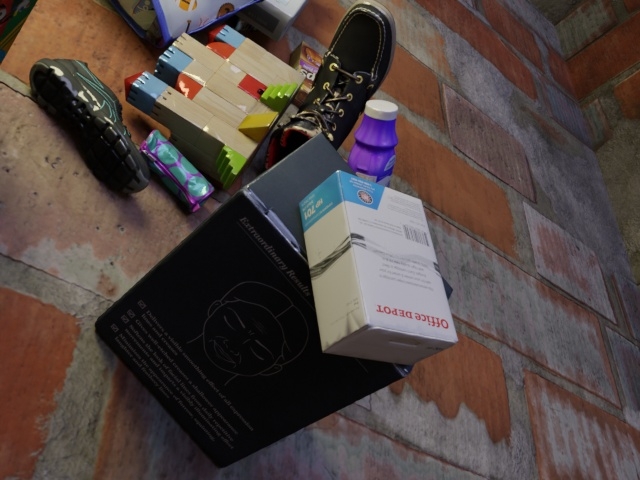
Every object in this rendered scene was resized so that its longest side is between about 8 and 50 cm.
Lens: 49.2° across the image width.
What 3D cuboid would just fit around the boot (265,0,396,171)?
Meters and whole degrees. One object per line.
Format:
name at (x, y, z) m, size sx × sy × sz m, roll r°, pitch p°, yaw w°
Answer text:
boot at (0.016, -0.278, 1.424) m, size 0.138 × 0.377 × 0.284 m, roll 31°, pitch 45°, yaw 1°

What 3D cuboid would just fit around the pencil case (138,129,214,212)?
pencil case at (-0.258, -0.120, 1.235) m, size 0.151 × 0.064 × 0.070 m, roll 46°, pitch 22°, yaw -9°

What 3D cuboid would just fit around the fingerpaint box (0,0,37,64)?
fingerpaint box at (-0.581, -0.446, 0.897) m, size 0.444 × 0.371 × 0.163 m, roll 50°, pitch 39°, yaw -6°

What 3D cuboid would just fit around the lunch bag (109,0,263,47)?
lunch bag at (-0.294, -0.611, 1.390) m, size 0.328 × 0.239 × 0.385 m, roll -37°, pitch 99°, yaw -29°

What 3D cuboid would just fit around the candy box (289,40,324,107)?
candy box at (-0.024, -0.391, 1.707) m, size 0.109 × 0.053 × 0.186 m, roll 31°, pitch 44°, yaw -27°

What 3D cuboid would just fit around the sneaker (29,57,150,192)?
sneaker at (-0.360, -0.201, 1.162) m, size 0.267 × 0.101 × 0.106 m, roll 53°, pitch 35°, yaw -1°

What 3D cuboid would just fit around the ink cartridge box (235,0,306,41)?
ink cartridge box at (-0.151, -0.684, 1.699) m, size 0.308 × 0.091 × 0.384 m, roll 32°, pitch 48°, yaw -8°

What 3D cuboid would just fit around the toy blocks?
toy blocks at (-0.207, -0.284, 1.352) m, size 0.261 × 0.190 × 0.381 m, roll 33°, pitch 48°, yaw -5°

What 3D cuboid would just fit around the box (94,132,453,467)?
box at (-0.074, 0.095, 0.986) m, size 0.293 × 0.395 × 0.212 m, roll 50°, pitch 38°, yaw -5°

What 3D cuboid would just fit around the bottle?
bottle at (0.106, -0.153, 1.477) m, size 0.092 × 0.282 × 0.118 m, roll 20°, pitch 31°, yaw 17°

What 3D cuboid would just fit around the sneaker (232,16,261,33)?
sneaker at (-0.169, -0.510, 1.659) m, size 0.069 × 0.038 × 0.098 m, roll 35°, pitch 41°, yaw -21°

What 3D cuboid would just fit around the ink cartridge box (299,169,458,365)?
ink cartridge box at (0.062, 0.033, 0.784) m, size 0.140 × 0.082 × 0.190 m, roll 16°, pitch 53°, yaw -37°
